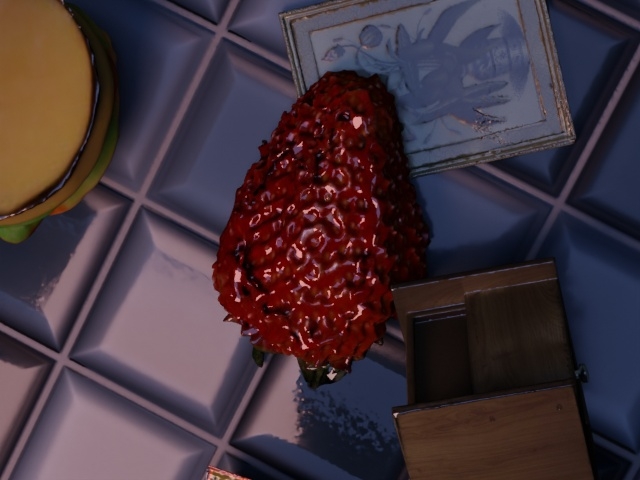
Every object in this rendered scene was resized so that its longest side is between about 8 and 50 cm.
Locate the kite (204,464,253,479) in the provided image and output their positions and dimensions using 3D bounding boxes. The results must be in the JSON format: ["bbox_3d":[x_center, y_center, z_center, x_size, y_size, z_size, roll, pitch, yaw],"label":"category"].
[{"bbox_3d":[0.006,0.357,1.428,0.327,0.013,0.377,-20,100,17],"label":"kite"}]

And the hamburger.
[{"bbox_3d":[-0.276,-0.114,1.369,0.237,0.149,0.237,0,88,6],"label":"hamburger"}]

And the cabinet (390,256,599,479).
[{"bbox_3d":[0.150,0.155,1.283,0.148,0.175,0.215,-11,120,9],"label":"cabinet"}]

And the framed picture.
[{"bbox_3d":[0.091,-0.141,1.380,0.231,0.010,0.173,-14,95,9],"label":"framed picture"}]

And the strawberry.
[{"bbox_3d":[0.000,0.000,1.354,0.188,0.106,0.286,8,101,4],"label":"strawberry"}]
